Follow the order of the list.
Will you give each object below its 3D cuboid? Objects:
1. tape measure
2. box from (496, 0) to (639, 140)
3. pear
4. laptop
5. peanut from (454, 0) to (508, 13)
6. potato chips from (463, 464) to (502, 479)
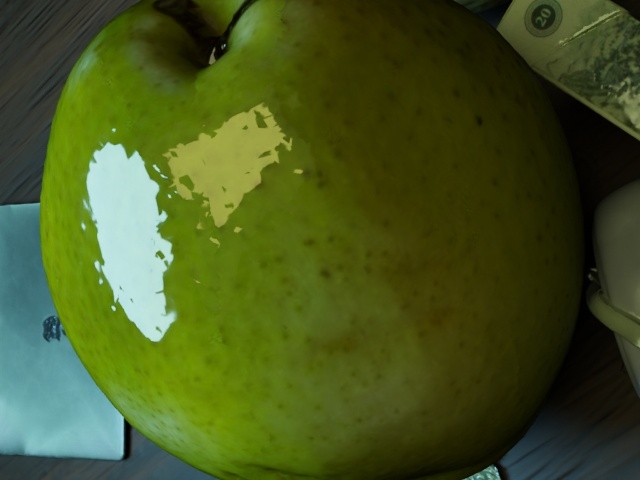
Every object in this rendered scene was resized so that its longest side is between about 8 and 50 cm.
[{"bbox_3d":[0.244,0.046,0.837,0.105,0.196,0.178,-17,71,20],"label":"tape measure"},{"bbox_3d":[0.264,-0.093,0.843,0.256,0.164,0.069,40,108,27],"label":"box"},{"bbox_3d":[0.000,0.000,0.823,0.362,0.418,0.362,-18,45,19],"label":"pear"},{"bbox_3d":[-0.276,0.092,1.246,0.187,0.015,0.269,-3,86,31],"label":"laptop"},{"bbox_3d":[0.147,-0.275,0.965,0.229,0.098,0.103,-64,20,11],"label":"peanut"},{"bbox_3d":[0.072,0.165,1.010,0.167,0.059,0.228,-17,73,23],"label":"potato chips"}]
